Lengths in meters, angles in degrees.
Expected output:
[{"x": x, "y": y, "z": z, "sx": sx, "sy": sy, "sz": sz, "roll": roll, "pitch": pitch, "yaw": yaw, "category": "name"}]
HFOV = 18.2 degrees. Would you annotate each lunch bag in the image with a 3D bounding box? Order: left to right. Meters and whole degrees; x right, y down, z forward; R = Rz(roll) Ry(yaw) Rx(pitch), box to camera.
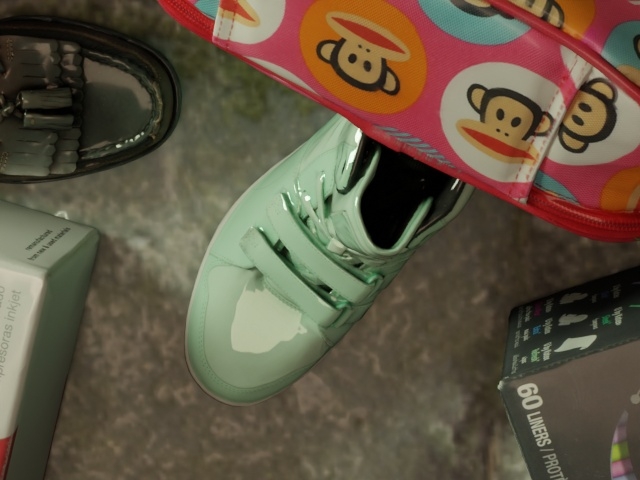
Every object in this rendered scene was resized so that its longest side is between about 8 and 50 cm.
[{"x": 0.088, "y": -0.156, "z": 0.954, "sx": 0.293, "sy": 0.258, "sz": 0.120, "roll": 29, "pitch": 140, "yaw": 9, "category": "lunch bag"}]

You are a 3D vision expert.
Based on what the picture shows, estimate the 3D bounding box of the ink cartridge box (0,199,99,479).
[{"x": -0.285, "y": 0.058, "z": 1.115, "sx": 0.273, "sy": 0.114, "sz": 0.197, "roll": 16, "pitch": 105, "yaw": 6, "category": "ink cartridge box"}]

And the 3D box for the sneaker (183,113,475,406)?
[{"x": 0.000, "y": -0.001, "z": 1.041, "sx": 0.094, "sy": 0.151, "sz": 0.256, "roll": 37, "pitch": 107, "yaw": -3, "category": "sneaker"}]

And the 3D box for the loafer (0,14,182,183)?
[{"x": -0.213, "y": -0.074, "z": 1.088, "sx": 0.267, "sy": 0.084, "sz": 0.096, "roll": 4, "pitch": 104, "yaw": 7, "category": "loafer"}]

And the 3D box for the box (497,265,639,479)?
[{"x": 0.245, "y": 0.085, "z": 1.029, "sx": 0.270, "sy": 0.143, "sz": 0.165, "roll": -20, "pitch": 100, "yaw": 12, "category": "box"}]
